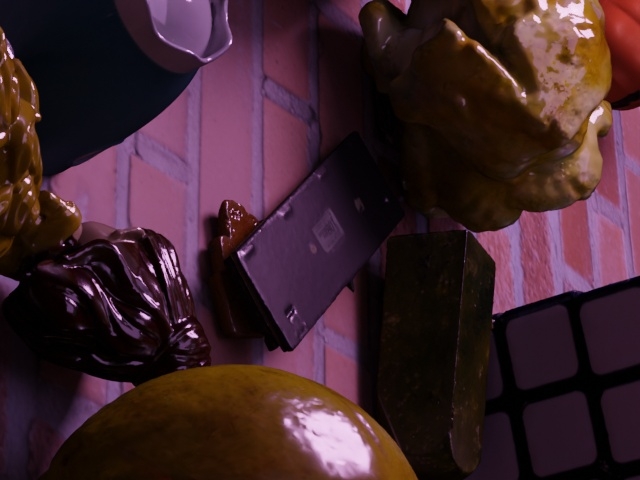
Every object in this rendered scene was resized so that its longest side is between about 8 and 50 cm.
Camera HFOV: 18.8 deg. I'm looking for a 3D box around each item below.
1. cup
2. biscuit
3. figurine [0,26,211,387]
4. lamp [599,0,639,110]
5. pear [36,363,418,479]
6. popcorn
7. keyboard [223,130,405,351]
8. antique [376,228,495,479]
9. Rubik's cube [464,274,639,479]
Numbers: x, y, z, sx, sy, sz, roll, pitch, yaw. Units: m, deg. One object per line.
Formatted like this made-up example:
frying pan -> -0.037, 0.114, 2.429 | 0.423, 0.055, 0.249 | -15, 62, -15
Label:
cup -> -0.160, -0.150, 1.389 | 0.300, 0.173, 0.167 | -28, 98, -59
biscuit -> -0.061, 0.033, 1.584 | 0.119, 0.019, 0.130 | 53, 34, -25
figurine -> -0.198, -0.004, 1.288 | 0.315, 0.168, 0.187 | 44, 66, -50
lamp -> 0.345, -0.249, 2.211 | 0.164, 0.187, 0.187 | 40, 42, -39
pear -> -0.051, 0.218, 1.275 | 0.321, 0.269, 0.269 | 23, 53, -35
popcorn -> 0.166, -0.142, 1.819 | 0.276, 0.225, 0.276 | 162, -90, -90
keyboard -> 0.000, 0.000, 1.660 | 0.106, 0.027, 0.317 | 61, 26, -9
antique -> 0.100, 0.107, 1.710 | 0.081, 0.080, 0.221 | 46, 45, -53
Rubik's cube -> 0.344, 0.221, 1.798 | 0.344, 0.337, 0.344 | 12, 63, -55
